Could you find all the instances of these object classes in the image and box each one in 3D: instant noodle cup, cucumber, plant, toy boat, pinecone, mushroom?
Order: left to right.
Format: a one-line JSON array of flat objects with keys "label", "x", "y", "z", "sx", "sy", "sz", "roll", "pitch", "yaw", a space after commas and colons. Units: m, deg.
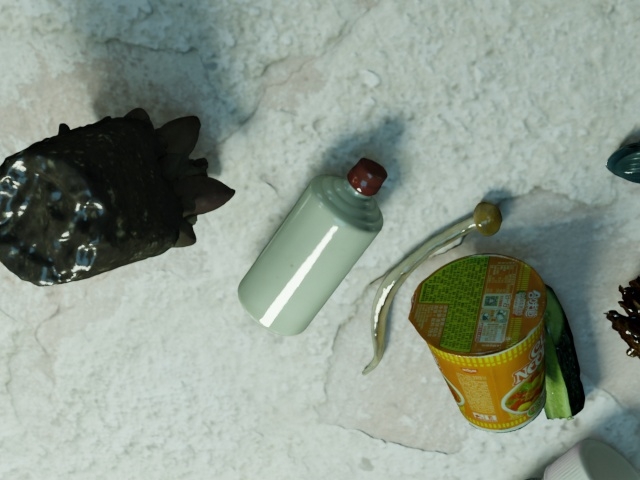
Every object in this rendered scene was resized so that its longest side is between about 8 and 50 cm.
[{"label": "plant", "x": -0.234, "y": -0.057, "z": 1.652, "sx": 0.194, "sy": 0.321, "sz": 0.181, "roll": -12, "pitch": 100, "yaw": 22}, {"label": "mushroom", "x": 0.118, "y": 0.058, "z": 1.816, "sx": 0.068, "sy": 0.043, "sz": 0.306, "roll": 44, "pitch": 118, "yaw": 6}, {"label": "instant noodle cup", "x": 0.207, "y": 0.136, "z": 1.768, "sx": 0.168, "sy": 0.168, "sz": 0.185, "roll": -8, "pitch": 134, "yaw": 12}, {"label": "cucumber", "x": 0.297, "y": 0.145, "z": 1.822, "sx": 0.046, "sy": 0.070, "sz": 0.220, "roll": -25, "pitch": 117, "yaw": -13}, {"label": "pinecone", "x": 0.415, "y": 0.096, "z": 1.739, "sx": 0.121, "sy": 0.140, "sz": 0.140, "roll": -42, "pitch": 108, "yaw": -5}, {"label": "toy boat", "x": 0.402, "y": -0.094, "z": 1.682, "sx": 0.141, "sy": 0.060, "sz": 0.055, "roll": -6, "pitch": 118, "yaw": 19}]

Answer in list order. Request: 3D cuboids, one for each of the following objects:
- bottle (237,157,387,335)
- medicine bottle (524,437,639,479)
[{"label": "bottle", "x": 0.000, "y": 0.000, "z": 1.761, "sx": 0.104, "sy": 0.104, "sz": 0.245, "roll": 31, "pitch": 118, "yaw": -9}, {"label": "medicine bottle", "x": 0.296, "y": 0.397, "z": 1.895, "sx": 0.165, "sy": 0.165, "sz": 0.273, "roll": 40, "pitch": 117, "yaw": -13}]
